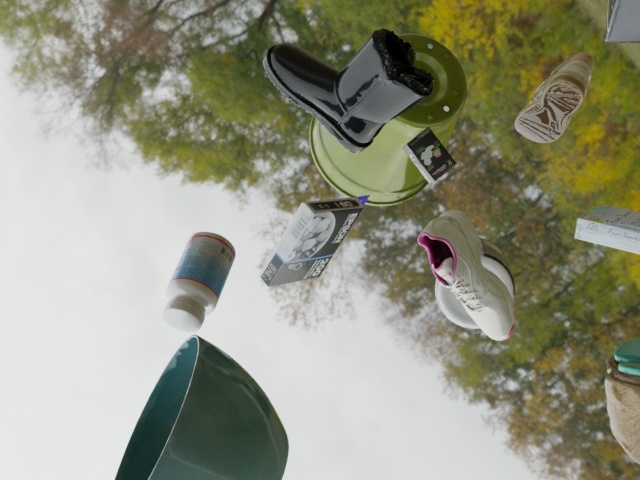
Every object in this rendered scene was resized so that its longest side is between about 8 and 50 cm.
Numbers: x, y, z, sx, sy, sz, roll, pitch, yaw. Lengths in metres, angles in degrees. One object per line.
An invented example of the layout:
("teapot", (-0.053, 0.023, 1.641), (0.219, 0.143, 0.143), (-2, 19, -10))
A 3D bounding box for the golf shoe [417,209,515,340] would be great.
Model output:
("golf shoe", (0.308, 0.088, 1.431), (0.140, 0.115, 0.306), (-21, -100, -41))

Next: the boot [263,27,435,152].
("boot", (0.045, -0.280, 1.080), (0.246, 0.207, 0.094), (44, -130, -5))

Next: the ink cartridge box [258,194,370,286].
("ink cartridge box", (0.000, 0.000, 1.343), (0.208, 0.206, 0.045), (-11, -128, -47))

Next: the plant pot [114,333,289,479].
("plant pot", (-0.162, 0.313, 0.980), (0.195, 0.290, 0.290), (28, -153, -16))

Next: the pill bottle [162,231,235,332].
("pill bottle", (-0.204, 0.069, 1.101), (0.087, 0.087, 0.160), (36, -134, -22))

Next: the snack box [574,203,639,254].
("snack box", (0.467, -0.014, 0.983), (0.141, 0.037, 0.100), (18, -155, 39))

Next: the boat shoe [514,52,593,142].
("boat shoe", (0.605, -0.354, 1.694), (0.121, 0.110, 0.341), (32, 167, 3))

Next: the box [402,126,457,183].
("box", (0.193, -0.150, 1.176), (0.083, 0.052, 0.062), (53, 180, 0))

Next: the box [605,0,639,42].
("box", (0.613, -0.614, 0.968), (0.480, 0.297, 0.472), (37, -121, -70))

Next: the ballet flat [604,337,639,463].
("ballet flat", (0.404, 0.194, 0.797), (0.342, 0.116, 0.124), (2, -88, -63))

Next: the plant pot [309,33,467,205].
("plant pot", (0.184, -0.316, 1.633), (0.366, 0.366, 0.353), (48, 160, 4))

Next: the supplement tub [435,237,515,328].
("supplement tub", (0.426, 0.105, 1.845), (0.207, 0.207, 0.338), (47, -166, 1))
